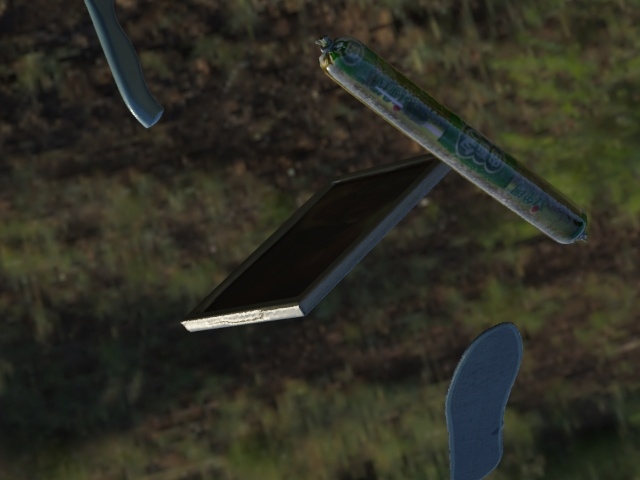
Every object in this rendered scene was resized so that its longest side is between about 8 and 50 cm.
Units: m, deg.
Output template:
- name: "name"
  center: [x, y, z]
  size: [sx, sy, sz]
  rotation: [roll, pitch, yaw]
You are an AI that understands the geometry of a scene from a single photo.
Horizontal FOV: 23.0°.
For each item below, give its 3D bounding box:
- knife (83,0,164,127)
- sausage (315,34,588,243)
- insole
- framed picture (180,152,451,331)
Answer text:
- name: "knife"
  center: [-0.166, -0.181, 1.170]
  size: [0.028, 0.210, 0.015]
  rotation: [-22, 178, -21]
- name: "sausage"
  center: [0.095, -0.065, 1.070]
  size: [0.269, 0.033, 0.033]
  rotation: [33, 135, -30]
- name: "insole"
  center: [0.147, 0.157, 1.444]
  size: [0.080, 0.003, 0.232]
  rotation: [-20, 139, -19]
- name: "framed picture"
  center: [0.000, 0.000, 1.710]
  size: [0.211, 0.020, 0.289]
  rotation: [-12, -153, 50]
